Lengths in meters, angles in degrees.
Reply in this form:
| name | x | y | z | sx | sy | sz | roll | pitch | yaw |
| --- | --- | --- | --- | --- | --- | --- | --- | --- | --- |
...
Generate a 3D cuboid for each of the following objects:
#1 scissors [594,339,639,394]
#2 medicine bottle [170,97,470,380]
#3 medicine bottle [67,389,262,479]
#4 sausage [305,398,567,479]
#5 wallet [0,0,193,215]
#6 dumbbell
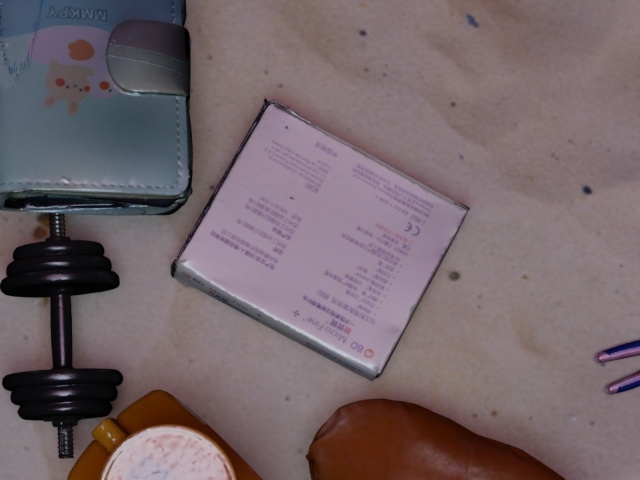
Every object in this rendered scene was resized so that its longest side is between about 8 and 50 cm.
| name | x | y | z | sx | sy | sz | roll | pitch | yaw |
| --- | --- | --- | --- | --- | --- | --- | --- | --- | --- |
| scissors | 0.291 | 0.099 | 1.383 | 0.113 | 0.012 | 0.039 | -16 | 82 | -5 |
| medicine bottle | 0.000 | 0.000 | 1.369 | 0.201 | 0.052 | 0.171 | 28 | 81 | 2 |
| medicine bottle | -0.110 | 0.197 | 1.246 | 0.149 | 0.222 | 0.112 | 44 | 82 | 5 |
| sausage | 0.112 | 0.215 | 1.303 | 0.258 | 0.133 | 0.133 | 27 | 81 | 6 |
| wallet | -0.193 | -0.142 | 1.342 | 0.176 | 0.075 | 0.250 | 2 | 68 | -15 |
| dumbbell | -0.211 | 0.073 | 1.325 | 0.099 | 0.099 | 0.208 | -3 | 82 | -3 |
